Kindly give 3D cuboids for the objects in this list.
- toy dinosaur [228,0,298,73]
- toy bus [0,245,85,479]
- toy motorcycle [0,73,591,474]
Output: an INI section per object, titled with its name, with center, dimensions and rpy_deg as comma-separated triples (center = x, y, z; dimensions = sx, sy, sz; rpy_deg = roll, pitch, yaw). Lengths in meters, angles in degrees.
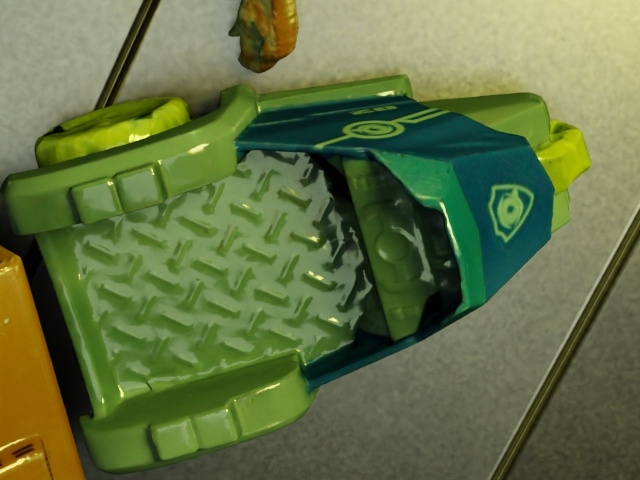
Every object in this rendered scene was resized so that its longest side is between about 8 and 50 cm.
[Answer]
[toy dinosaur]
center = -0.046, -0.256, 0.758
dimensions = 0.092, 0.393, 0.205
rpy_deg = -27, 72, -25
[toy bus]
center = -0.194, 0.100, 0.823
dimensions = 0.098, 0.114, 0.201
rpy_deg = -25, 118, -29
[toy motorcycle]
center = 0.000, 0.000, 0.838
dimensions = 0.326, 0.200, 0.191
rpy_deg = -16, 104, 4
